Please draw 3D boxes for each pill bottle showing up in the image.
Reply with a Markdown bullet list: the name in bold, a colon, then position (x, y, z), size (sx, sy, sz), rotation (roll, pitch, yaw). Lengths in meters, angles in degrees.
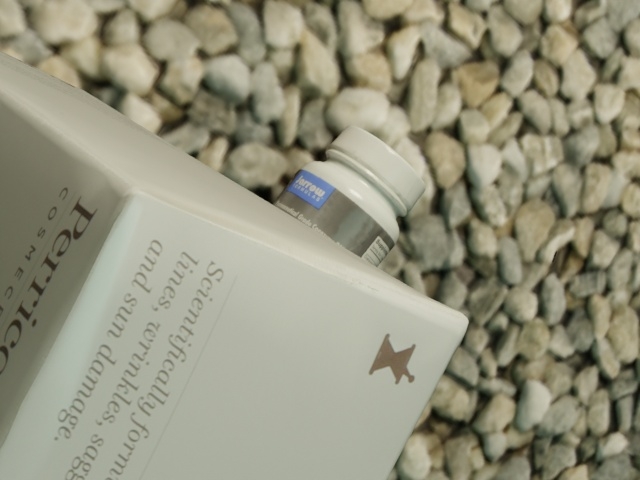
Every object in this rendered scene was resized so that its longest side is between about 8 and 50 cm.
- **pill bottle**: position (0.000, 0.000, 0.827), size (0.137, 0.078, 0.078), rotation (-52, 124, -7)

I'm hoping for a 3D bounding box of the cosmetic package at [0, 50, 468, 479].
- **cosmetic package**: position (-0.139, 0.040, 0.570), size (0.156, 0.385, 0.217), rotation (24, 93, -35)
